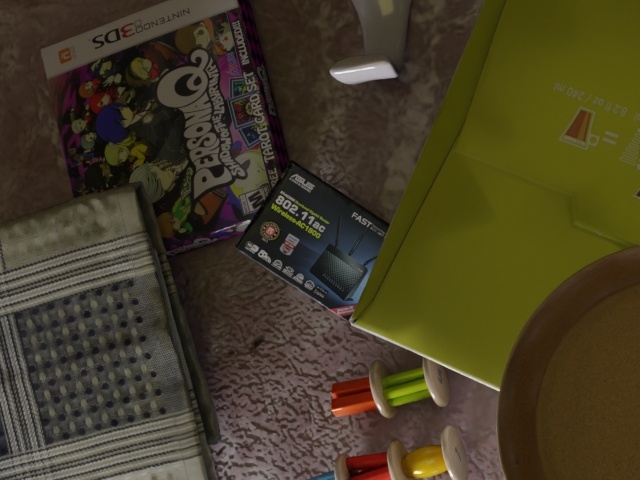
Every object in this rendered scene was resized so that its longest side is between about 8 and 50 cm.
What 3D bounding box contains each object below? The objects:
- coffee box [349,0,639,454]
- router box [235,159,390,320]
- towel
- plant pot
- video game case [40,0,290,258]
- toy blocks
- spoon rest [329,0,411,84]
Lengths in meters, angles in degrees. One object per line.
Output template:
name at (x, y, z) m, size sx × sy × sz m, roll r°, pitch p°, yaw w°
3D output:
coffee box at (0.276, -0.013, 1.346) m, size 0.337 × 0.334 × 0.338 m, roll 23°, pitch 91°, yaw 21°
router box at (0.000, 0.000, 1.581) m, size 0.122 × 0.038 × 0.092 m, roll 33°, pitch 95°, yaw -5°
towel at (-0.255, 0.134, 1.659) m, size 0.324 × 0.056 × 0.312 m, roll -16°, pitch 84°, yaw 21°
plant pot at (0.231, 0.119, 1.153) m, size 0.236 × 0.032 × 0.236 m, roll -2°, pitch 85°, yaw 22°
video game case at (-0.141, -0.104, 1.670) m, size 0.210 × 0.042 × 0.232 m, roll -18°, pitch 77°, yaw 19°
toy blocks at (0.043, 0.169, 1.558) m, size 0.148 × 0.054 × 0.123 m, roll -17°, pitch 78°, yaw 18°
spoon rest at (0.044, -0.260, 1.616) m, size 0.137 × 0.084 × 0.276 m, roll -6°, pitch 67°, yaw 18°
